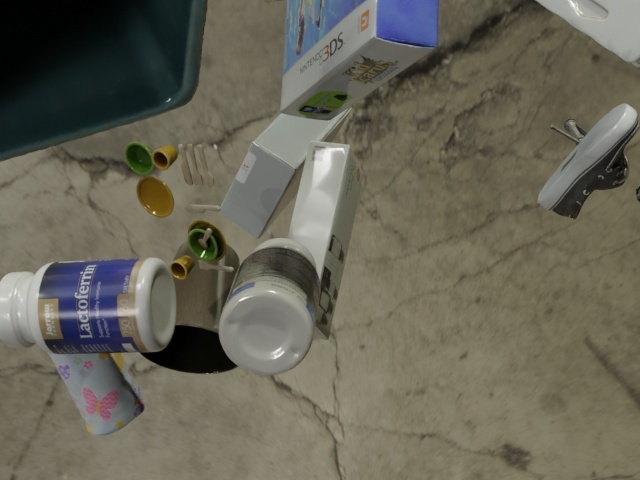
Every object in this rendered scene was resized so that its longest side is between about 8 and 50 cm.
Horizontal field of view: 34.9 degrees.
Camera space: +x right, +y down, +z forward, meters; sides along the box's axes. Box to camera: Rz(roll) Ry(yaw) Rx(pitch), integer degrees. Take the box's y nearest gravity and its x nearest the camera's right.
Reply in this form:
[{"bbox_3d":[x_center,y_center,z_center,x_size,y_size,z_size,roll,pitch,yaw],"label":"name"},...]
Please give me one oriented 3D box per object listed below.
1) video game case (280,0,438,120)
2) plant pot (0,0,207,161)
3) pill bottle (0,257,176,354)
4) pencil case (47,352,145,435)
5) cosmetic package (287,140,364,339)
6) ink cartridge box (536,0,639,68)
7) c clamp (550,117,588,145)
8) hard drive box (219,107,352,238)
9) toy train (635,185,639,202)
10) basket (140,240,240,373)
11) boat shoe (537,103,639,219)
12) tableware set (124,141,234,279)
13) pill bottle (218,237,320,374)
[{"bbox_3d":[0.031,-0.271,0.934,0.061,0.244,0.270,5,80,-20],"label":"video game case"},{"bbox_3d":[-0.227,-0.208,0.605,0.247,0.248,0.252,-20,74,-17],"label":"plant pot"},{"bbox_3d":[-0.380,0.108,1.655,0.264,0.153,0.153,-3,74,11],"label":"pill bottle"},{"bbox_3d":[-0.421,0.216,1.823,0.124,0.113,0.273,-21,107,15],"label":"pencil case"},{"bbox_3d":[0.000,0.000,1.325,0.060,0.099,0.239,8,73,15],"label":"cosmetic package"},{"bbox_3d":[0.307,-0.218,0.943,0.153,0.208,0.087,45,119,32],"label":"ink cartridge box"},{"bbox_3d":[0.417,-0.159,1.600,0.137,0.161,0.022,35,109,-2],"label":"c clamp"},{"bbox_3d":[-0.059,-0.142,1.775,0.089,0.181,0.232,34,42,2],"label":"hard drive box"},{"bbox_3d":[0.535,-0.118,1.575,0.027,0.036,0.158,30,73,31],"label":"toy train"},{"bbox_3d":[-0.234,0.119,1.958,0.204,0.154,0.227,7,48,-2],"label":"basket"},{"bbox_3d":[0.379,-0.097,1.388,0.076,0.228,0.080,32,53,0],"label":"boat shoe"},{"bbox_3d":[-0.150,-0.030,1.049,0.104,0.154,0.024,5,30,30],"label":"tableware set"},{"bbox_3d":[-0.040,0.051,0.874,0.078,0.137,0.078,1,111,4],"label":"pill bottle"}]
